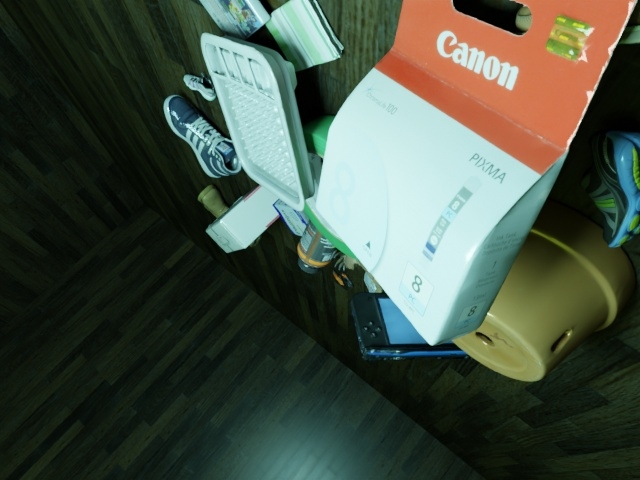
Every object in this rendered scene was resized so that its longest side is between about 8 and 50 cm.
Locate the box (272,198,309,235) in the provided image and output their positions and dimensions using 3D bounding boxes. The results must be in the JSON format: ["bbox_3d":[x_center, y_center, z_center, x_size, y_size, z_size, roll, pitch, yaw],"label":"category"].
[{"bbox_3d":[-0.053,-0.074,1.358,0.137,0.072,0.126,16,147,52],"label":"box"}]

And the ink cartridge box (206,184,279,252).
[{"bbox_3d":[-0.247,-0.073,1.531,0.117,0.207,0.283,49,160,-12],"label":"ink cartridge box"}]

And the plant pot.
[{"bbox_3d":[0.326,0.093,0.784,0.291,0.203,0.291,38,161,16],"label":"plant pot"}]

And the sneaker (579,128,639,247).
[{"bbox_3d":[0.376,-0.066,0.586,0.188,0.067,0.078,56,178,-38],"label":"sneaker"}]

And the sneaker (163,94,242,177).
[{"bbox_3d":[-0.333,-0.306,1.368,0.153,0.099,0.282,10,141,45],"label":"sneaker"}]

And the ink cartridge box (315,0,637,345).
[{"bbox_3d":[0.121,-0.117,0.551,0.308,0.091,0.385,53,145,42],"label":"ink cartridge box"}]

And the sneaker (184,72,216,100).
[{"bbox_3d":[-0.312,-0.415,1.203,0.098,0.038,0.069,32,159,0],"label":"sneaker"}]

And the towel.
[{"bbox_3d":[-0.032,-0.358,0.807,0.152,0.023,0.113,15,145,57],"label":"towel"}]

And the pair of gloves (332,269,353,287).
[{"bbox_3d":[0.080,0.136,1.638,0.083,0.010,0.074,12,143,50],"label":"pair of gloves"}]

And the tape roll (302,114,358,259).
[{"bbox_3d":[0.046,-0.107,1.005,0.321,0.077,0.321,45,158,24],"label":"tape roll"}]

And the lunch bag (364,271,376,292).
[{"bbox_3d":[0.162,0.116,1.373,0.071,0.053,0.083,100,146,-68],"label":"lunch bag"}]

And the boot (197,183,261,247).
[{"bbox_3d":[-0.361,-0.098,1.897,0.269,0.089,0.236,41,171,4],"label":"boot"}]

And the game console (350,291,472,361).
[{"bbox_3d":[0.239,0.172,0.989,0.173,0.293,0.250,106,161,-43],"label":"game console"}]

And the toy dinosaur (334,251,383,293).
[{"bbox_3d":[0.130,0.041,1.186,0.200,0.127,0.296,45,156,14],"label":"toy dinosaur"}]

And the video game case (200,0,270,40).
[{"bbox_3d":[-0.188,-0.466,0.847,0.201,0.023,0.183,52,165,-23],"label":"video game case"}]

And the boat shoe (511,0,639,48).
[{"bbox_3d":[0.297,-0.215,0.371,0.307,0.110,0.105,24,128,54],"label":"boat shoe"}]

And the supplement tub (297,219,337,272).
[{"bbox_3d":[0.000,0.000,1.252,0.106,0.106,0.198,38,131,13],"label":"supplement tub"}]

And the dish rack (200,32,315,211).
[{"bbox_3d":[-0.112,-0.244,0.937,0.285,0.072,0.333,36,149,42],"label":"dish rack"}]
